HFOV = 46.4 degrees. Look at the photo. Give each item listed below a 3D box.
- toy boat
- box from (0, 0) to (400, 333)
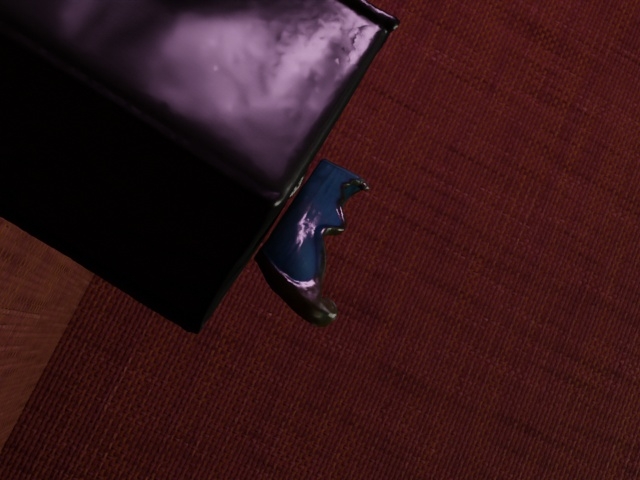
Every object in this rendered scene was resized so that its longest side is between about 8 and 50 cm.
[{"bbox_3d":[0.000,0.000,0.627,0.075,0.077,0.185,-53,-176,30],"label":"toy boat"},{"bbox_3d":[-0.161,-0.129,0.577,0.204,0.345,0.251,-61,-174,-32],"label":"box"}]
